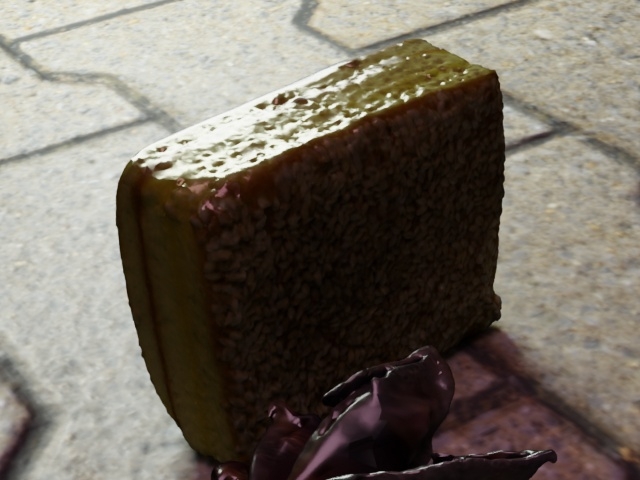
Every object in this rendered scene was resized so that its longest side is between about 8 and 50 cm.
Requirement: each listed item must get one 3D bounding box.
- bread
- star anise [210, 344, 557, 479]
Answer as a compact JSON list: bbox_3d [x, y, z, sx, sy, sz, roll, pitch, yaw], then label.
[{"bbox_3d":[0.000,0.000,0.833,0.234,0.184,0.110,-26,33,-35],"label":"bread"},{"bbox_3d":[-0.021,0.160,0.630,0.212,0.129,0.282,14,43,40],"label":"star anise"}]
